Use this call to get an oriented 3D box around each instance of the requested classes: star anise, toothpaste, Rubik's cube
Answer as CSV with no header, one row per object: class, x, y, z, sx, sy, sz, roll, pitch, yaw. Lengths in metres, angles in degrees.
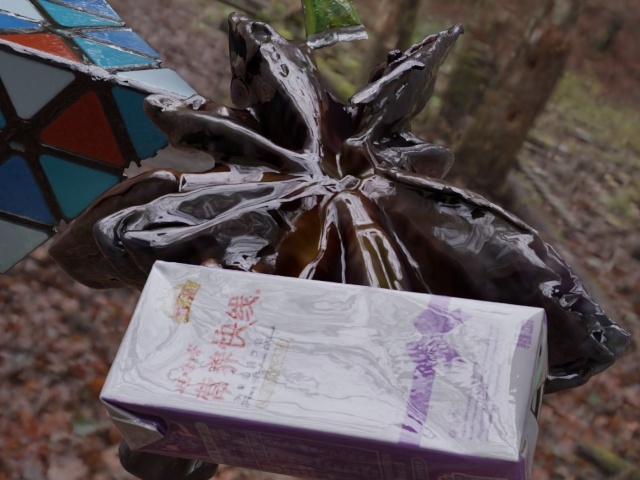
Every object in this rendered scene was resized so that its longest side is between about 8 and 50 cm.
star anise,0.004,0.001,0.493,0.212,0.129,0.282,-9,38,-18
toothpaste,-0.008,-0.343,1.376,0.078,0.248,0.047,-13,-1,-17
Rubik's cube,-0.278,-0.076,1.019,0.250,0.234,0.284,3,27,-37

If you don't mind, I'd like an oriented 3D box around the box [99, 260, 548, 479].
box,0.002,0.040,0.334,0.117,0.050,0.036,6,-36,13
